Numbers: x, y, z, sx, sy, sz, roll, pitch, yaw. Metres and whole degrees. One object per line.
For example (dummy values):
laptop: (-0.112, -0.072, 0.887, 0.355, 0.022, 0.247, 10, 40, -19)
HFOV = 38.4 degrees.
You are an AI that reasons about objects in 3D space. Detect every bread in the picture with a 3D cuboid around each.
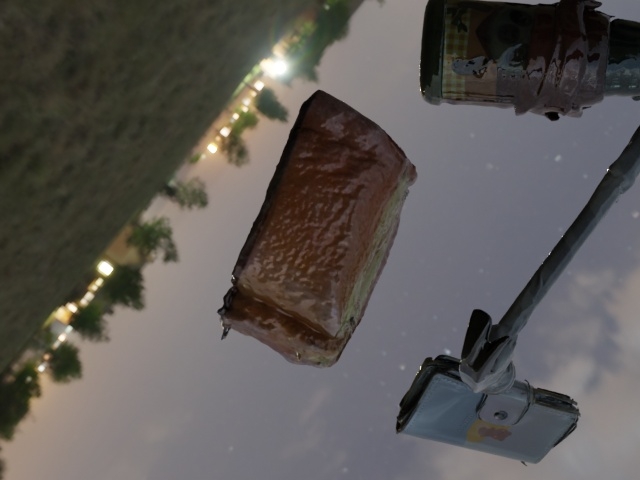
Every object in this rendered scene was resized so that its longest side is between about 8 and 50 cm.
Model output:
bread: (0.001, 0.003, 0.880, 0.190, 0.123, 0.244, 49, 64, -79)

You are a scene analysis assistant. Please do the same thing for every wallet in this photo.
wallet: (0.239, 0.245, 1.325, 0.069, 0.231, 0.170, -84, -167, -46)

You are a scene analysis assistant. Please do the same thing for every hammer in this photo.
hammer: (0.263, -0.036, 0.860, 0.427, 0.044, 0.152, -53, 156, -5)

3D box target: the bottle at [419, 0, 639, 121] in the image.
bottle: (0.256, -0.224, 1.081, 0.143, 0.271, 0.156, -75, 167, -54)
